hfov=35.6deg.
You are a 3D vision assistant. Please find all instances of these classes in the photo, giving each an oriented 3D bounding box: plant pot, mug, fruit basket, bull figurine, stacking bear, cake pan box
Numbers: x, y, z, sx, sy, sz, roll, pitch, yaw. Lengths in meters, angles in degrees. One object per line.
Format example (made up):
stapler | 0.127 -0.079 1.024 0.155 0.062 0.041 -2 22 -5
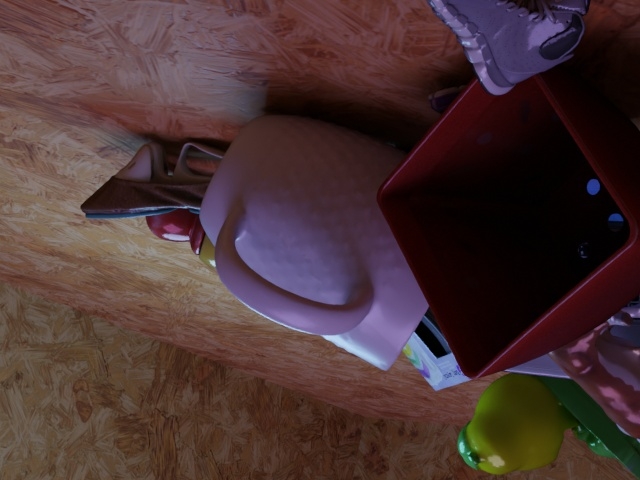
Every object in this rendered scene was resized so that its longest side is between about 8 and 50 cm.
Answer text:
plant pot | 0.268 -0.027 1.132 0.235 0.267 0.267 2 141 -40
mug | 0.000 0.000 1.327 0.328 0.374 0.276 29 122 4
fruit basket | 0.427 0.303 1.825 0.392 0.392 0.283 3 161 28
bull figurine | 0.461 0.202 1.462 0.310 0.101 0.188 38 136 -12
stacking bear | -0.160 -0.024 1.721 0.288 0.164 0.175 19 160 -3
cake pan box | 0.220 0.187 2.050 0.246 0.070 0.267 48 162 2

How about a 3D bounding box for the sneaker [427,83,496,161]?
sneaker | 0.201 -0.137 1.216 0.169 0.071 0.068 24 160 -31

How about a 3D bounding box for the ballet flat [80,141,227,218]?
ballet flat | -0.223 -0.095 1.579 0.342 0.124 0.116 2 -167 18

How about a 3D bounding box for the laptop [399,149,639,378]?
laptop | 0.334 0.049 1.471 0.381 0.408 0.236 3 -165 30

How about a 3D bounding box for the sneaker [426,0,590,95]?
sneaker | 0.179 -0.236 0.929 0.132 0.086 0.228 -17 146 24
